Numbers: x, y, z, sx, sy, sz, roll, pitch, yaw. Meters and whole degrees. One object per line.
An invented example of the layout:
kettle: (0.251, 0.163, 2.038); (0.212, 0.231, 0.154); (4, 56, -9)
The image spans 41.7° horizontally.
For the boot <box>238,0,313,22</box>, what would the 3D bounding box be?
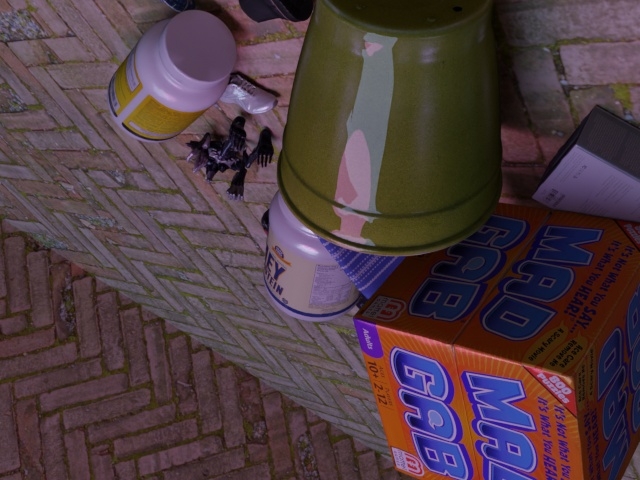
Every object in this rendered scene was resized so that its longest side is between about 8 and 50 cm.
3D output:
boot: (-0.119, -0.437, 1.405); (0.137, 0.076, 0.198); (10, 146, 49)

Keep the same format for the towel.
towel: (0.099, -0.062, 1.652); (0.336, 0.243, 0.040); (52, 169, -35)

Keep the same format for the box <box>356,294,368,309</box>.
box: (0.146, 0.182, 2.142); (0.159, 0.044, 0.233); (41, 180, -18)

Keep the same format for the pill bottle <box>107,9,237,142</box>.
pill bottle: (-0.293, -0.324, 1.668); (0.188, 0.187, 0.334); (40, 155, -16)

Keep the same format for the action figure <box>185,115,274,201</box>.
action figure: (-0.221, -0.180, 1.910); (0.164, 0.140, 0.276); (29, 156, -21)

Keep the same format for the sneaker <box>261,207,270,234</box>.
sneaker: (-0.044, 0.040, 2.092); (0.276, 0.098, 0.135); (53, 172, 18)

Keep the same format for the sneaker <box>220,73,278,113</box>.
sneaker: (-0.156, -0.301, 1.713); (0.152, 0.053, 0.061); (20, 150, 25)

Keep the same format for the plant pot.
plant pot: (0.114, -0.229, 1.243); (0.367, 0.366, 0.352); (23, 142, 19)

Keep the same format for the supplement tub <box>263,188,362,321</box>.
supplement tub: (0.000, 0.000, 1.832); (0.236, 0.235, 0.324); (26, 142, 14)

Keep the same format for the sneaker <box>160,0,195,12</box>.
sneaker: (-0.295, -0.472, 1.577); (0.135, 0.052, 0.058); (32, 176, -14)

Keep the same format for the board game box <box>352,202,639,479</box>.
board game box: (0.326, 0.190, 1.381); (0.357, 0.356, 0.356); (12, 132, 36)

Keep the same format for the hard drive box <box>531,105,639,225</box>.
hard drive box: (0.483, -0.081, 1.332); (0.232, 0.089, 0.181); (31, 155, 4)
